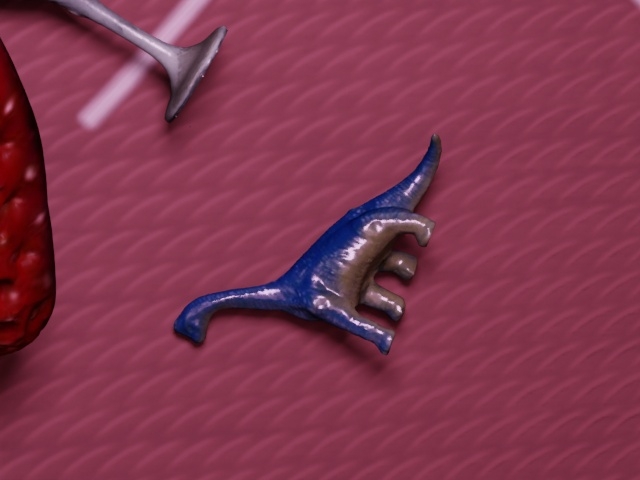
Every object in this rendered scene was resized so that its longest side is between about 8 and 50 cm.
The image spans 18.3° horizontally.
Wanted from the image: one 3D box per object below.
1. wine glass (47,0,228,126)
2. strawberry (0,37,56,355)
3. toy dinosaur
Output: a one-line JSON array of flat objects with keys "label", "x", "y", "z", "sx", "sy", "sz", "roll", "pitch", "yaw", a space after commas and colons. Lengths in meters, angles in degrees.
[{"label": "wine glass", "x": -0.223, "y": -0.212, "z": 1.608, "sx": 0.310, "sy": 0.264, "sz": 0.096, "roll": 32, "pitch": 91, "yaw": -10}, {"label": "strawberry", "x": -0.351, "y": -0.040, "z": 1.576, "sx": 0.295, "sy": 0.318, "sz": 0.345, "roll": -47, "pitch": 121, "yaw": -47}, {"label": "toy dinosaur", "x": 0.000, "y": 0.000, "z": 1.756, "sx": 0.188, "sy": 0.075, "sz": 0.247, "roll": 21, "pitch": 90, "yaw": -4}]
